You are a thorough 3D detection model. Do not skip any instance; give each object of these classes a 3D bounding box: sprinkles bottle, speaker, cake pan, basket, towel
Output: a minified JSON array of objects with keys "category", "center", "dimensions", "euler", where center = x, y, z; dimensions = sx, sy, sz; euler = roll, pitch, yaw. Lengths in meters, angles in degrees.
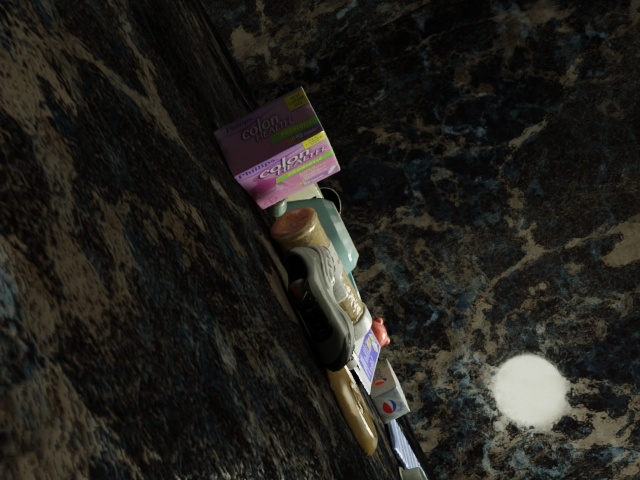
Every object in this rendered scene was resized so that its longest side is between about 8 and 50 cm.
[{"category":"sprinkles bottle","center":[0.006,0.091,1.635],"dimensions":[0.356,0.121,0.121],"euler":[62,3,-30]},{"category":"speaker","center":[0.044,0.247,1.598],"dimensions":[0.055,0.055,0.136],"euler":[-113,176,-52]},{"category":"cake pan","center":[0.296,0.740,1.822],"dimensions":[0.293,0.054,0.293],"euler":[64,3,-6]},{"category":"basket","center":[-0.039,-0.125,2.437],"dimensions":[0.154,0.205,0.227],"euler":[19,13,-22]},{"category":"towel","center":[0.282,0.714,2.092],"dimensions":[0.336,0.040,0.243],"euler":[62,5,-12]}]

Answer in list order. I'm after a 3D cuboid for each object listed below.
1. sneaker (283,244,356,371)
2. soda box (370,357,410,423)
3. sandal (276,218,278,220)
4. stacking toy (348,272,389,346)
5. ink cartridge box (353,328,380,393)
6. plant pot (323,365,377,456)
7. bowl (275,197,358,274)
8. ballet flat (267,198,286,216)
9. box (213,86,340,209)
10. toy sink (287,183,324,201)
[{"category":"sneaker","center":[-0.013,0.135,1.370],"dimensions":[0.108,0.100,0.272],"euler":[6,59,-48]},{"category":"soda box","center":[0.211,0.481,2.201],"dimensions":[0.098,0.091,0.286],"euler":[62,3,-8]},{"category":"sandal","center":[-0.020,0.041,1.713],"dimensions":[0.254,0.097,0.054],"euler":[48,47,-9]},{"category":"stacking toy","center":[0.105,0.196,2.182],"dimensions":[0.279,0.130,0.309],"euler":[-110,179,-72]},{"category":"ink cartridge box","center":[0.102,0.305,1.962],"dimensions":[0.206,0.045,0.208],"euler":[62,26,-25]},{"category":"plant pot","center":[0.066,0.337,1.429],"dimensions":[0.236,0.032,0.237],"euler":[-26,90,-87]},{"category":"bowl","center":[0.000,0.000,1.950],"dimensions":[0.312,0.163,0.311],"euler":[63,3,-6]},{"category":"ballet flat","center":[-0.137,-0.144,1.804],"dimensions":[0.213,0.072,0.068],"euler":[-109,-168,-44]},{"category":"box","center":[-0.089,-0.197,1.520],"dimensions":[0.117,0.213,0.243],"euler":[64,2,18]},{"category":"toy sink","center":[-0.100,-0.195,2.195],"dimensions":[0.234,0.131,0.153],"euler":[55,8,-40]}]
